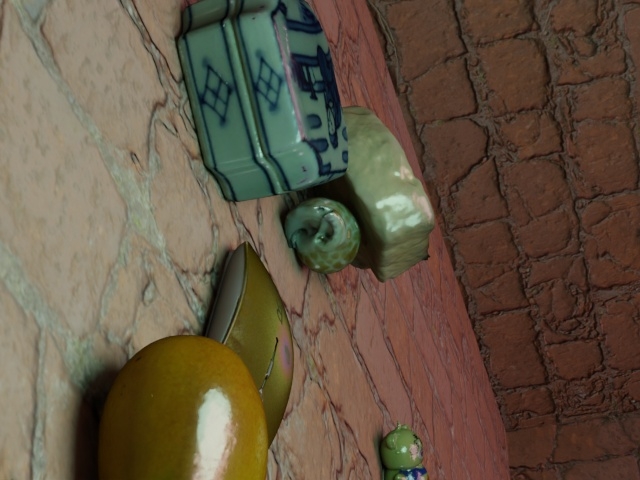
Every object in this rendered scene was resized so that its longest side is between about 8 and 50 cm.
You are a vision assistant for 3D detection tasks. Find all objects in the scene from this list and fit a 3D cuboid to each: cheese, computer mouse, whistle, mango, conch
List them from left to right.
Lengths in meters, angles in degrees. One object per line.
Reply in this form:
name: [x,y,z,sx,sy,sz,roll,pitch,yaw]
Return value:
mango: [-0.122,0.211,0.806,0.175,0.139,0.254,33,54,-53]
computer mouse: [-0.087,0.131,1.115,0.310,0.072,0.158,-80,152,-52]
conch: [0.008,-0.010,1.472,0.106,0.116,0.173,-82,154,-44]
cheese: [0.082,-0.073,1.556,0.326,0.115,0.317,49,-20,58]
whistle: [0.169,0.462,1.755,0.105,0.085,0.227,-3,82,-66]

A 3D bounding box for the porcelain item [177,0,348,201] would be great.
porcelain item: [-0.067,-0.206,1.279,0.281,0.157,0.285,-18,95,-74]
